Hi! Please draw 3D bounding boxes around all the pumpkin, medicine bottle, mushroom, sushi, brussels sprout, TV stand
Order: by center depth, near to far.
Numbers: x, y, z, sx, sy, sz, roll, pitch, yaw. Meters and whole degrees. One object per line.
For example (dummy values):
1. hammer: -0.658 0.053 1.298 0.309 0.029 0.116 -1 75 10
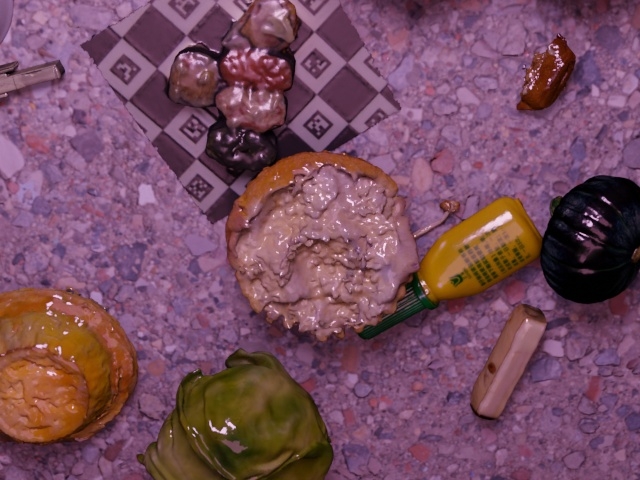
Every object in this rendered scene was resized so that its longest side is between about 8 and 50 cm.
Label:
1. sushi: -0.104 -0.214 1.441 0.339 0.069 0.320 -30 110 8
2. TV stand: -0.476 -0.208 1.442 0.249 0.036 0.042 -14 109 3
3. sushi: 0.311 -0.230 1.466 0.060 0.061 0.118 39 102 27
4. pumpkin: 0.393 0.000 1.495 0.150 0.194 0.194 2 114 27
5. medicine bottle: 0.180 0.051 1.552 0.309 0.076 0.111 -32 107 9
6. brussels sprout: -0.122 0.297 1.552 0.294 0.227 0.259 20 125 -46
7. mushroom: 0.083 0.017 1.566 0.286 0.026 0.028 -31 93 10

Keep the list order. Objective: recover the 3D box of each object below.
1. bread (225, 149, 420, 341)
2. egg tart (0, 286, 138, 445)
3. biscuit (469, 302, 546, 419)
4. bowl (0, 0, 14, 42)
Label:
1. bread: 0.000 0.000 1.478 0.274 0.149 0.274 -1 105 -3
2. egg tart: -0.418 0.205 1.566 0.288 0.118 0.288 0 115 0
3. biscuit: 0.290 0.190 1.622 0.052 0.056 0.188 20 108 -9
4. bowl: -0.504 -0.313 1.375 0.189 0.086 0.189 -1 111 -3
